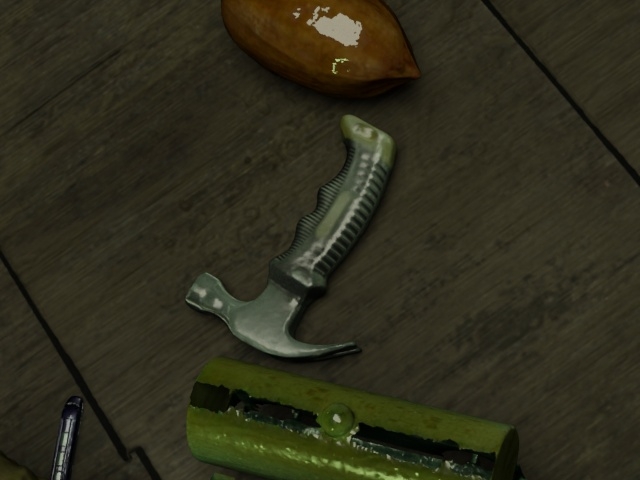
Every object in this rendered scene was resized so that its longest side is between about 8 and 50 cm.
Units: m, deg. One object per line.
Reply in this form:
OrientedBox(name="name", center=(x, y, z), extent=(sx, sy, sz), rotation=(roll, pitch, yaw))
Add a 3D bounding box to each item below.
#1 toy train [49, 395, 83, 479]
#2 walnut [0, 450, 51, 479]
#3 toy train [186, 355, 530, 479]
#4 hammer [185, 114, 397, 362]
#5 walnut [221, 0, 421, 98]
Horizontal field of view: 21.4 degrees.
OrientedBox(name="toy train", center=(-0.226, 0.177, 1.499), extent=(0.017, 0.017, 0.083), rotation=(5, 74, 10))
OrientedBox(name="walnut", center=(-0.297, 0.298, 1.353), extent=(0.253, 0.282, 0.277), rotation=(17, 81, 54))
OrientedBox(name="toy train", center=(0.030, 0.185, 1.361), extent=(0.307, 0.189, 0.126), rotation=(13, 82, 17))
OrientedBox(name="hammer", center=(0.000, 0.000, 1.501), extent=(0.159, 0.041, 0.226), rotation=(27, 79, 16))
OrientedBox(name="walnut", center=(0.002, -0.188, 1.521), extent=(0.207, 0.116, 0.116), rotation=(24, 79, 21))
